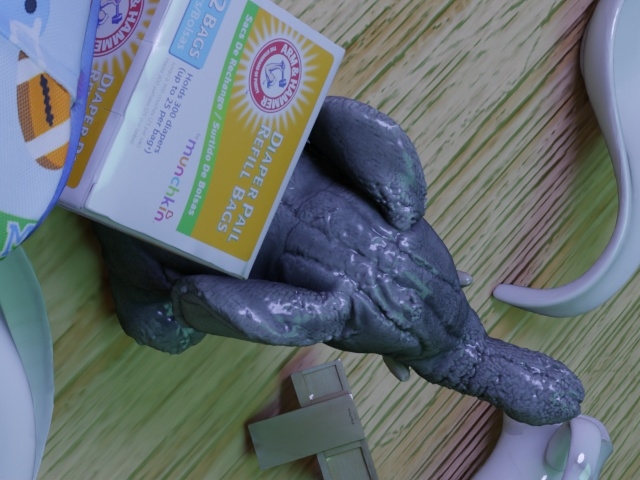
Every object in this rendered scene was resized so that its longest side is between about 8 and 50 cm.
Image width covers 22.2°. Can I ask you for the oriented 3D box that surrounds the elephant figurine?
[{"bbox_3d":[0.000,0.000,0.836,0.186,0.239,0.169,-14,116,-43],"label":"elephant figurine"}]

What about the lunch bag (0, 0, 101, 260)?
[{"bbox_3d":[-0.190,-0.110,0.550,0.115,0.243,0.303,40,48,-51],"label":"lunch bag"}]

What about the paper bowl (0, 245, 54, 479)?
[{"bbox_3d":[-0.237,0.088,0.695,0.284,0.148,0.284,-19,119,-40],"label":"paper bowl"}]

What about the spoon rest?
[{"bbox_3d":[0.214,-0.071,1.153,0.137,0.084,0.276,18,94,-49],"label":"spoon rest"}]

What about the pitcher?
[{"bbox_3d":[0.140,0.215,1.141,0.178,0.126,0.207,74,37,-87],"label":"pitcher"}]

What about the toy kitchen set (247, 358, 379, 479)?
[{"bbox_3d":[-0.007,0.125,1.049,0.068,0.075,0.083,-17,86,-1],"label":"toy kitchen set"}]

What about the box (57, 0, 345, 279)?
[{"bbox_3d":[-0.108,-0.073,0.717,0.103,0.203,0.114,26,87,-49],"label":"box"}]
